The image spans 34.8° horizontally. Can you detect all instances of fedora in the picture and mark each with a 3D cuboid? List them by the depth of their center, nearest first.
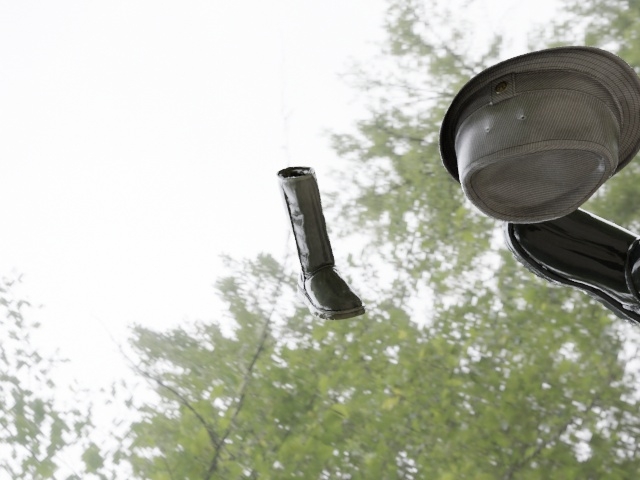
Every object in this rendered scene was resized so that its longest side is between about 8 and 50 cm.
[{"bbox_3d":[0.284,-0.112,1.305,0.124,0.275,0.243,-80,-30,-45],"label":"fedora"}]

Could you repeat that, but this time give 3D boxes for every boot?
[{"bbox_3d":[-0.002,0.001,1.511,0.076,0.189,0.208,-12,-72,-27],"label":"boot"},{"bbox_3d":[0.552,0.001,1.618,0.367,0.445,0.146,26,-107,-16],"label":"boot"}]
